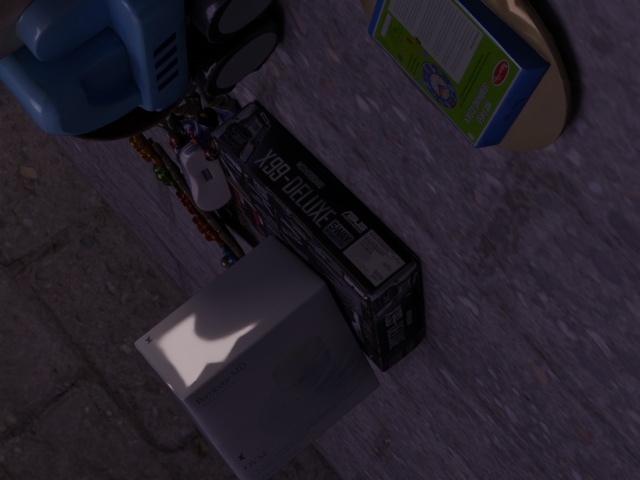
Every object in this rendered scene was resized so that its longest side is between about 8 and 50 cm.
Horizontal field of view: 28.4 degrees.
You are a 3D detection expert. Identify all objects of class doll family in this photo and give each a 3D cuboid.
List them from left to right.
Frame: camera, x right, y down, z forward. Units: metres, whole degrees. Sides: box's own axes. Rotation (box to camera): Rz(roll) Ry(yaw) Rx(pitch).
[{"bbox_3d":[-0.153,-0.151,1.711,0.193,0.076,0.111,32,153,47],"label":"doll family"}]

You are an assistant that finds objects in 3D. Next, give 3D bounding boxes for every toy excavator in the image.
[{"bbox_3d":[-0.261,-0.194,1.126,0.222,0.445,0.433,49,167,9],"label":"toy excavator"}]

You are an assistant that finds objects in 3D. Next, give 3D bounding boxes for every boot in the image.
[{"bbox_3d":[-0.185,-0.123,1.944,0.190,0.069,0.086,81,163,-62],"label":"boot"}]

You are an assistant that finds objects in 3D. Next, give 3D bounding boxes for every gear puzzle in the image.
[{"bbox_3d":[-0.226,-0.069,2.090,0.175,0.044,0.339,52,179,45],"label":"gear puzzle"}]

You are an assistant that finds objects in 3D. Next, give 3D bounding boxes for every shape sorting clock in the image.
[{"bbox_3d":[0.102,-0.148,0.921,0.206,0.040,0.206,45,162,19],"label":"shape sorting clock"}]

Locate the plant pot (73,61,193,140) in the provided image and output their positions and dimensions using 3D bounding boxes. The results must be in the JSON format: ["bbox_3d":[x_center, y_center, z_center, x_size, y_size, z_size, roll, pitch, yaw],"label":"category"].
[{"bbox_3d":[-0.291,-0.278,1.604,0.230,0.215,0.215,58,176,46],"label":"plant pot"}]

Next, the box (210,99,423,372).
[{"bbox_3d":[0.000,0.000,1.594,0.307,0.076,0.242,45,166,25],"label":"box"}]

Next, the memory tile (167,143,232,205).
[{"bbox_3d":[-0.203,-0.113,2.114,0.113,0.012,0.148,57,166,-25],"label":"memory tile"}]

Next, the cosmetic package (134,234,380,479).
[{"bbox_3d":[-0.075,0.158,1.609,0.138,0.224,0.224,40,164,45],"label":"cosmetic package"}]
